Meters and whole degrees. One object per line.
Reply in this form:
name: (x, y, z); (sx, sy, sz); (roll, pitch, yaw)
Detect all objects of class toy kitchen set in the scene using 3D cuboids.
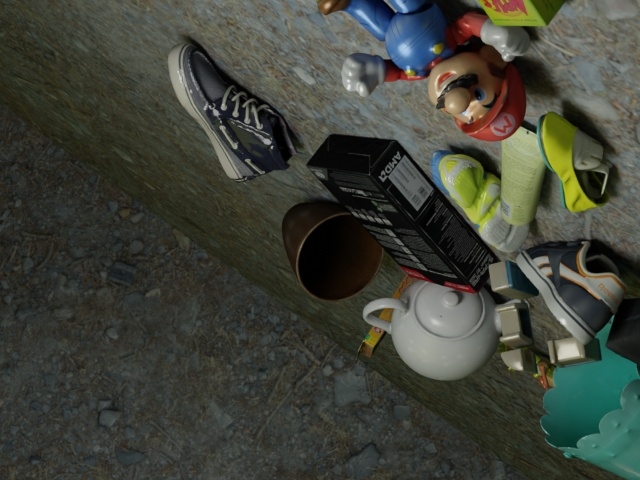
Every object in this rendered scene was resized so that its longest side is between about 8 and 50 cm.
toy kitchen set: (0.422, 0.134, 2.026); (0.166, 0.207, 0.122); (-16, 161, 32)

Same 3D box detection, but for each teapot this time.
teapot: (0.263, 0.163, 2.341); (0.252, 0.256, 0.187); (42, 161, 23)

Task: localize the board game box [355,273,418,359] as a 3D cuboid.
board game box: (0.161, 0.162, 2.514); (0.039, 0.259, 0.124); (35, 165, 9)

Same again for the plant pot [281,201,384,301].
plant pot: (0.000, 0.000, 2.568); (0.215, 0.215, 0.230); (47, 177, -32)

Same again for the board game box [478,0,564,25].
board game box: (0.205, -0.334, 1.313); (0.181, 0.043, 0.092); (47, 163, -32)

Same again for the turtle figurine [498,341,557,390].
turtle figurine: (0.498, 0.286, 2.453); (0.217, 0.087, 0.269); (33, 176, 46)

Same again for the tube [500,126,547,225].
tube: (0.320, -0.107, 1.736); (0.070, 0.062, 0.240); (-9, 151, 3)

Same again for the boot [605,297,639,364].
boot: (0.661, 0.186, 1.638); (0.367, 0.146, 0.445); (34, 166, 0)

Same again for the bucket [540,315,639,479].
bucket: (0.552, 0.292, 1.992); (0.183, 0.281, 0.281); (32, 167, -12)

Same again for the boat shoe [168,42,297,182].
boat shoe: (-0.173, -0.276, 2.299); (0.158, 0.127, 0.340); (-7, 131, 31)

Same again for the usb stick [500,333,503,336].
usb stick: (0.339, 0.160, 2.521); (0.278, 0.045, 0.077); (24, 160, 41)

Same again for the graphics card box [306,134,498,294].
graphics card box: (0.162, -0.052, 2.188); (0.371, 0.094, 0.233); (44, 165, -29)

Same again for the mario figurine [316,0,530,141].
mario figurine: (0.146, -0.249, 1.476); (0.320, 0.170, 0.198); (41, 163, -9)

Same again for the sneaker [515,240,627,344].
sneaker: (0.435, 0.065, 1.883); (0.126, 0.127, 0.321); (41, -170, -16)

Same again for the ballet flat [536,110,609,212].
ballet flat: (0.371, -0.112, 1.582); (0.077, 0.077, 0.231); (5, 154, 26)

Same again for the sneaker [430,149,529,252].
sneaker: (0.271, -0.080, 1.907); (0.240, 0.091, 0.126); (48, -179, -37)
